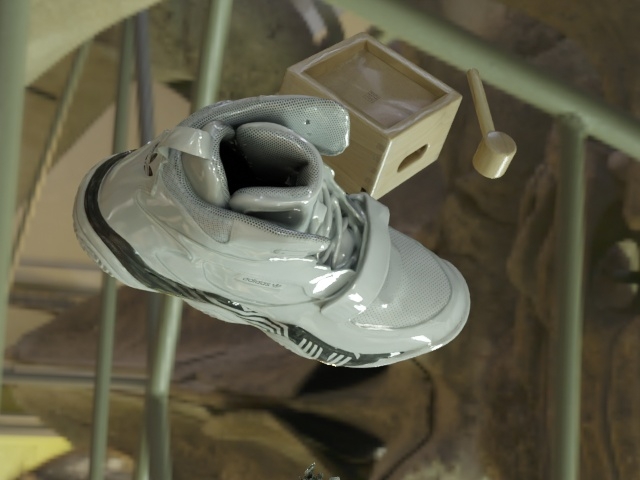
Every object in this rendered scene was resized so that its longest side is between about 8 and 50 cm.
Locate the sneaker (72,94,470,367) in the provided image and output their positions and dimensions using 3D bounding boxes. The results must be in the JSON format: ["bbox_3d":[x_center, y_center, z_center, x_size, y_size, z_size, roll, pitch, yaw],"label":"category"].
[{"bbox_3d":[0.000,0.000,1.000,0.210,0.366,0.137,-30,-134,57],"label":"sneaker"}]

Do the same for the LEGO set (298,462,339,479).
[{"bbox_3d":[-0.016,0.249,1.220,0.083,0.023,0.054,-51,-146,23],"label":"LEGO set"}]

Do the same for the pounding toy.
[{"bbox_3d":[0.088,-0.105,1.206,0.206,0.181,0.094,36,-48,19],"label":"pounding toy"}]
